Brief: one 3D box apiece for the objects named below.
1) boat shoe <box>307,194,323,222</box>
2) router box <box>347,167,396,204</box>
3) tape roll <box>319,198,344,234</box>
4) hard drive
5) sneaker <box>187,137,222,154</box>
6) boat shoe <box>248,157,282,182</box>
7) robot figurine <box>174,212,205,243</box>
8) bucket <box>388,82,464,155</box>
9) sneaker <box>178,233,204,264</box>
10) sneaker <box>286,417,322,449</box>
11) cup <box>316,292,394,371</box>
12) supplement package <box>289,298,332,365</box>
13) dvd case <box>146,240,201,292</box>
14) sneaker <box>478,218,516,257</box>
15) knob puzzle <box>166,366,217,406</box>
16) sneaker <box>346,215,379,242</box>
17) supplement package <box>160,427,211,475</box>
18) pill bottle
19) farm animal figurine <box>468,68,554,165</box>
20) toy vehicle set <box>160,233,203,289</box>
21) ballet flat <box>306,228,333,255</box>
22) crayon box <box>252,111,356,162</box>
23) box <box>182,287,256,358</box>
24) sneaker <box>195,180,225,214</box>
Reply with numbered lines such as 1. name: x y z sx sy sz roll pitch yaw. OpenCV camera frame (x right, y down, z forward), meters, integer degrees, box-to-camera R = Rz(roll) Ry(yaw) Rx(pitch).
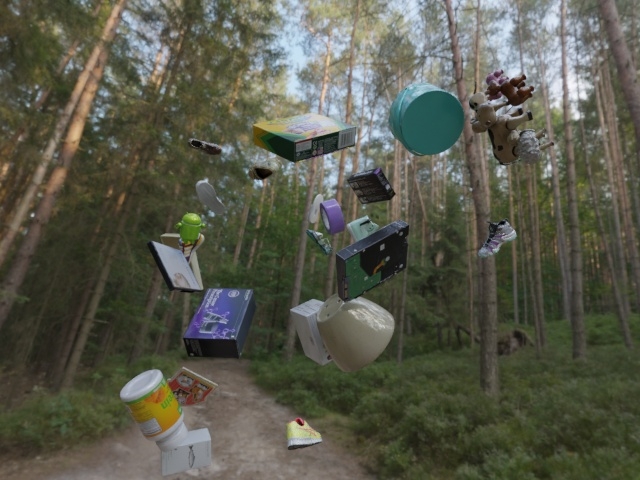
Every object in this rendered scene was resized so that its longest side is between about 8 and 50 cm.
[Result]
1. boat shoe: -0.036 -0.197 2.483 0.066 0.184 0.063 11 4 -36
2. router box: 0.206 -0.220 1.641 0.179 0.046 0.133 -2 -52 56
3. tape roll: 0.063 -0.130 2.213 0.080 0.188 0.189 -17 -16 -10
4. hard drive: 0.212 0.082 1.607 0.064 0.339 0.236 36 -36 42
5. sneaker: -0.641 -0.514 2.215 0.189 0.066 0.071 12 11 -20
6. boat shoe: -0.340 -0.401 2.309 0.285 0.089 0.104 -12 -52 49
7. robot figurine: -0.463 -0.045 1.423 0.101 0.115 0.067 0 25 -40
8. bucket: 0.414 -0.471 1.569 0.282 0.281 0.183 11 24 -7
9. sneaker: -0.571 0.037 1.674 0.070 0.185 0.084 23 -11 41
10. sneaker: -0.057 0.660 1.378 0.082 0.094 0.208 -23 -31 9
11. cup: 0.118 0.366 1.748 0.237 0.331 0.331 45 -31 -16
12. supplement package: -0.014 0.449 1.989 0.145 0.261 0.204 -23 10 -25
13. dvd case: -0.503 0.100 1.398 0.022 0.180 0.253 -30 -9 -2
14. sneaker: 0.379 -0.012 0.886 0.069 0.098 0.038 56 -8 -17
15. knob puzzle: -0.554 0.629 1.654 0.213 0.213 0.030 13 23 -12
16. sneaker: 0.260 -0.007 2.117 0.151 0.255 0.094 -30 -6 12
17. supplement package: -0.519 0.811 1.541 0.180 0.105 0.105 -1 0 -23
18. pill bottle: -0.538 0.565 1.319 0.137 0.136 0.245 -8 -69 39
19. farm animal figurine: 0.598 -0.401 1.354 0.172 0.326 0.330 -25 7 13
20. toy vehicle set: -0.632 0.101 1.823 0.166 0.266 0.035 4 20 28
21. ballet flat: 0.000 0.000 2.075 0.070 0.188 0.070 -32 -25 -17
22. crayon box: -0.074 -0.486 1.845 0.363 0.106 0.313 -24 41 -35
23. box: -0.351 0.289 1.434 0.185 0.261 0.103 3 -58 3
24. sneaker: -0.692 -0.281 2.381 0.169 0.108 0.292 41 -15 28
